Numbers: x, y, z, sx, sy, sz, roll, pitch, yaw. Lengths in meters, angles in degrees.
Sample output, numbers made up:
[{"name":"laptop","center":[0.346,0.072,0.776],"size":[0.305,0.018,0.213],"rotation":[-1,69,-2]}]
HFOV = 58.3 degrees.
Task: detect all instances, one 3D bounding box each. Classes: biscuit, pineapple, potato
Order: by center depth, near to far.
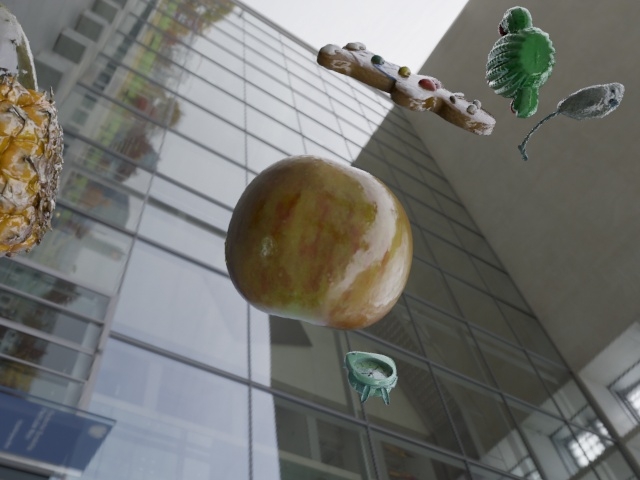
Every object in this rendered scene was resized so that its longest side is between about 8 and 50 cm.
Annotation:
[{"name":"pineapple","center":[-0.317,-0.073,0.611],"size":[0.225,0.076,0.225],"rotation":[-174,-90,-69]},{"name":"biscuit","center":[0.103,-0.173,0.639],"size":[0.138,0.205,0.031],"rotation":[-35,153,-59]},{"name":"potato","center":[-0.603,-0.278,1.012],"size":[0.173,0.210,0.307],"rotation":[-2,-90,23]}]

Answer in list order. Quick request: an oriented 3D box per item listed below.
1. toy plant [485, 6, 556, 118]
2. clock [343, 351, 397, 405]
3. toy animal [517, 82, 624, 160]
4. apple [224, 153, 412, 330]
[{"name":"toy plant","center":[0.310,-0.291,0.918],"size":[0.240,0.088,0.155],"rotation":[-84,169,-56]},{"name":"clock","center":[0.098,0.266,1.116],"size":[0.135,0.101,0.041],"rotation":[-96,-164,-71]},{"name":"toy animal","center":[0.553,-0.278,1.280],"size":[0.253,0.070,0.079],"rotation":[-29,-105,14]},{"name":"apple","center":[0.000,0.000,1.178],"size":[0.400,0.400,0.334],"rotation":[-160,-97,-68]}]
